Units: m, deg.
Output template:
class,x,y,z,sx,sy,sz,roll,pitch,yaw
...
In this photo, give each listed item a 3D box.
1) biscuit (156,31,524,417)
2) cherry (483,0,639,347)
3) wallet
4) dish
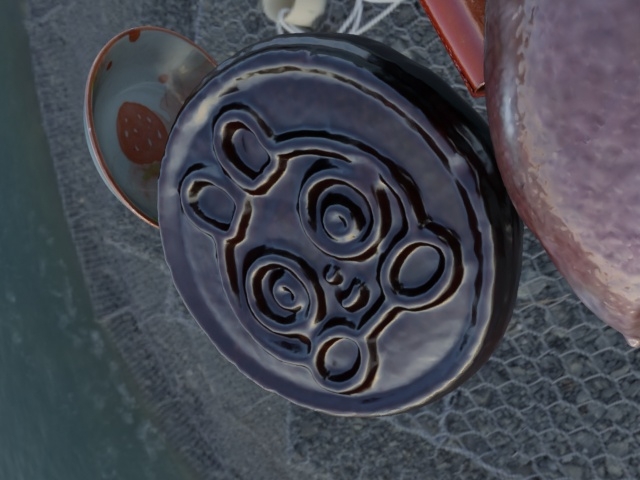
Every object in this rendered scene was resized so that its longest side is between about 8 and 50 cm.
class,x,y,z,sx,sy,sz,roll,pitch,yaw
biscuit,0.000,0.000,0.774,0.407,0.091,0.408,13,117,26
cherry,0.204,-0.093,0.367,0.261,0.221,0.308,17,104,8
wallet,0.121,-0.218,0.610,0.045,0.142,0.205,-36,78,49
dish,-0.207,-0.130,0.968,0.085,0.260,0.261,-11,90,37
